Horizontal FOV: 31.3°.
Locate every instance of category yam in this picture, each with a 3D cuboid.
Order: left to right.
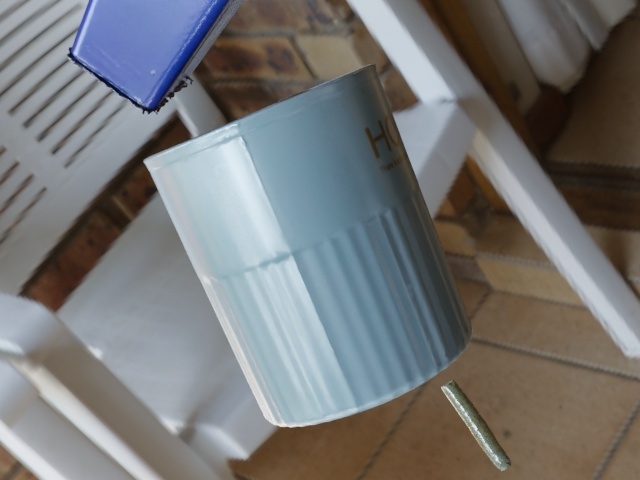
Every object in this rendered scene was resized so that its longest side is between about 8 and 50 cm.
[{"bbox_3d":[0.174,0.206,1.270,0.021,0.116,0.021,-35,-7,-5],"label":"yam"}]

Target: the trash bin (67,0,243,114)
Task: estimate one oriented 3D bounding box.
[{"bbox_3d":[-0.158,-0.270,1.170,0.234,0.184,0.162,-53,2,35],"label":"trash bin"}]

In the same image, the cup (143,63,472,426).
[{"bbox_3d":[-0.017,0.008,1.226,0.256,0.311,0.331,-25,7,-18],"label":"cup"}]
